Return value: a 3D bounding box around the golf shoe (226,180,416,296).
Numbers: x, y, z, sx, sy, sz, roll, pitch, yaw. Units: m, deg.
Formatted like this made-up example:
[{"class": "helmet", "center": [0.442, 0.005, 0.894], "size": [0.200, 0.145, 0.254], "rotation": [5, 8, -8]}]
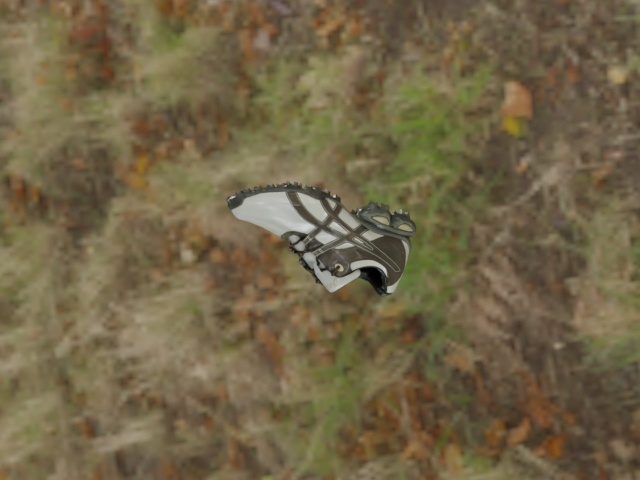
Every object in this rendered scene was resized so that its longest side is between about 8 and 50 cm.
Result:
[{"class": "golf shoe", "center": [0.000, 0.000, 1.545], "size": [0.077, 0.198, 0.094], "rotation": [152, 129, -68]}]
